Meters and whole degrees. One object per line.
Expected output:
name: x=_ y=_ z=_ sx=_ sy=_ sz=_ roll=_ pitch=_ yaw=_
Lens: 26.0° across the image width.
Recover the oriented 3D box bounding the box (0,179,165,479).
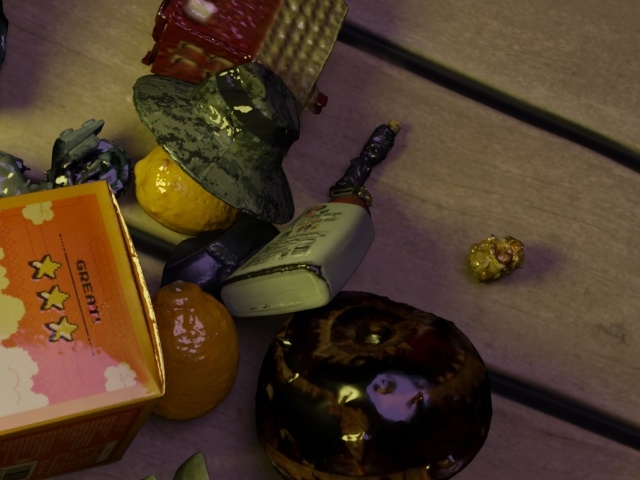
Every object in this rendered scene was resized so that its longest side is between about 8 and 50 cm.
box: x=-0.318 y=0.116 z=1.560 sx=0.213 sy=0.283 sz=0.260 roll=-9 pitch=71 yaw=-22

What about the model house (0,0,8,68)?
model house: x=-0.536 y=-0.298 z=1.710 sx=0.291 sy=0.253 sz=0.184 roll=6 pitch=52 yaw=2

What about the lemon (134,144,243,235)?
lemon: x=-0.168 y=-0.065 z=1.784 sx=0.155 sy=0.114 sz=0.114 roll=23 pitch=62 yaw=-20

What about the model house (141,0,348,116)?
model house: x=-0.086 y=-0.281 z=1.881 sx=0.254 sy=0.160 sz=0.196 roll=29 pitch=61 yaw=-8

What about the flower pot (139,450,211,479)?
flower pot: x=-0.186 y=0.432 z=1.539 sx=0.254 sy=0.164 sz=0.367 roll=46 pitch=61 yaw=-1

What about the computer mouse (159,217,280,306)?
computer mouse: x=-0.120 y=0.038 z=1.763 sx=0.192 sy=0.062 sz=0.106 roll=-25 pitch=110 yaw=-29

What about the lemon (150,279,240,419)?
lemon: x=-0.167 y=0.131 z=1.674 sx=0.142 sy=0.187 sz=0.142 roll=2 pitch=26 yaw=-1

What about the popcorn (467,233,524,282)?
popcorn: x=0.244 y=0.023 z=1.902 sx=0.082 sy=0.083 sz=0.057 roll=-1 pitch=64 yaw=-46

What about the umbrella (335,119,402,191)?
umbrella: x=0.069 y=-0.116 z=1.927 sx=0.037 sy=0.040 sz=0.144 roll=32 pitch=60 yaw=7

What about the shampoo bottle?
shampoo bottle: x=0.000 y=0.000 z=1.767 sx=0.284 sy=0.153 sz=0.071 roll=-47 pitch=121 yaw=-54

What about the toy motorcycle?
toy motorcycle: x=-0.375 y=-0.078 z=1.729 sx=0.270 sy=0.106 sz=0.159 roll=-29 pitch=85 yaw=-22

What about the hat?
hat: x=-0.096 y=-0.151 z=1.752 sx=0.265 sy=0.128 sz=0.265 roll=38 pitch=25 yaw=-22

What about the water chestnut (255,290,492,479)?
water chestnut: x=0.065 y=0.211 z=1.688 sx=0.300 sy=0.300 sz=0.300 roll=7 pitch=66 yaw=-15
